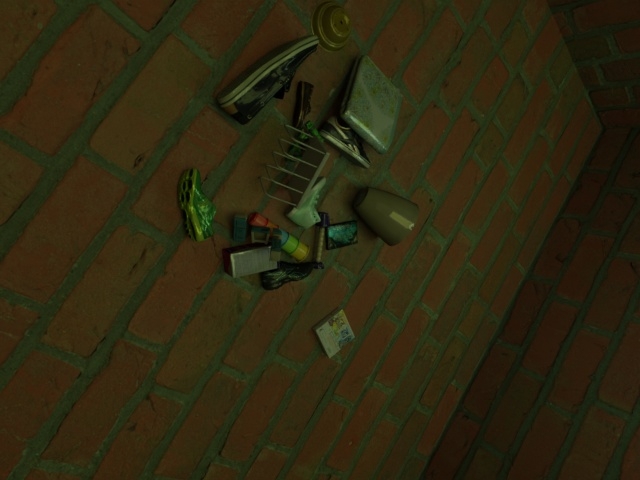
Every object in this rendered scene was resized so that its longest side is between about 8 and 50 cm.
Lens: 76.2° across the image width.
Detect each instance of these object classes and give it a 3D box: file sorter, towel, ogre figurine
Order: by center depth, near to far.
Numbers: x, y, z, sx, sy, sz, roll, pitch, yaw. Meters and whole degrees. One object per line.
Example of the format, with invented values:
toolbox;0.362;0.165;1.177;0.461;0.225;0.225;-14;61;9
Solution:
file sorter;-0.122;-0.314;1.723;0.172;0.193;0.278;16;118;-29
ogre figurine;-0.064;-0.425;1.847;0.118;0.096;0.197;29;78;-26
towel;0.244;-0.646;1.945;0.320;0.090;0.375;30;66;-35

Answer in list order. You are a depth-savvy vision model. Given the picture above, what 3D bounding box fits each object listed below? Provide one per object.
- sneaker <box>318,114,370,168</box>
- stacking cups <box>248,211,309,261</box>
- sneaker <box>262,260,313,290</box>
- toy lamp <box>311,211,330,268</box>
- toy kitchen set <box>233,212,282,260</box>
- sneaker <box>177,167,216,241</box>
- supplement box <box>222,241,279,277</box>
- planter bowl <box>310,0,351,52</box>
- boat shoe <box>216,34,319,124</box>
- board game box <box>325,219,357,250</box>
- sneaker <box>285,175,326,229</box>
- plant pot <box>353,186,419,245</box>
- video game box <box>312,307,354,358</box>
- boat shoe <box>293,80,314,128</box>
sneaker;0.140;-0.467;1.950;0.321;0.126;0.128;31;89;-32
stacking cups;-0.194;-0.013;1.861;0.316;0.096;0.096;34;82;-31
sneaker;-0.152;0.144;1.915;0.267;0.101;0.106;-21;109;-28
toy lamp;0.000;0.000;1.993;0.080;0.080;0.275;1;99;-33
toy kitchen set;-0.264;-0.013;1.704;0.206;0.166;0.122;5;124;-7
sneaker;-0.493;-0.145;1.645;0.123;0.109;0.296;-21;112;-51
supplement box;-0.306;0.080;1.795;0.219;0.111;0.114;-13;107;-30
planter bowl;0.072;-0.960;1.817;0.217;0.090;0.218;-8;106;-31
boat shoe;-0.192;-0.663;1.667;0.500;0.186;0.156;-44;125;-11
board game box;0.109;-0.028;2.088;0.186;0.026;0.126;-12;107;-30
sneaker;-0.034;-0.172;1.922;0.151;0.094;0.256;42;87;-26
plant pot;0.313;-0.148;2.083;0.273;0.256;0.257;30;84;-17
video game box;0.072;0.490;2.168;0.187;0.048;0.205;-33;117;-21
boat shoe;-0.071;-0.599;1.816;0.073;0.073;0.207;7;97;-32
